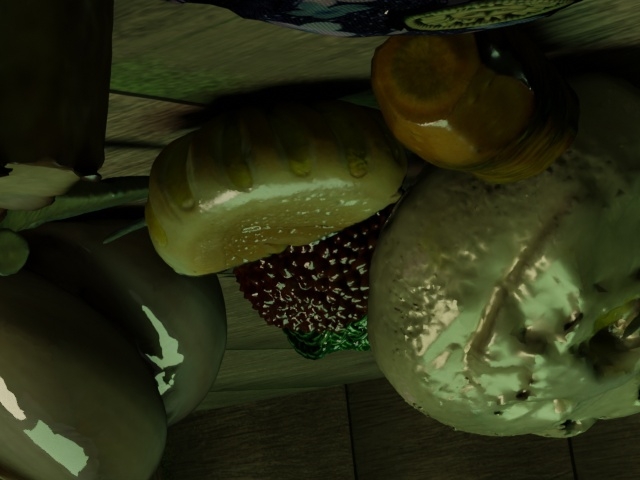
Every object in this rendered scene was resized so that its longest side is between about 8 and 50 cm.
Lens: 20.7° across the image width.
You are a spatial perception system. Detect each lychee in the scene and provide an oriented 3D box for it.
[{"bbox_3d":[-0.003,0.001,1.145,0.123,0.129,0.123,26,160,10],"label":"lychee"}]

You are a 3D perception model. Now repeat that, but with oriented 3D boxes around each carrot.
[{"bbox_3d":[0.080,-0.070,0.877,0.082,0.082,0.173,-11,167,21],"label":"carrot"}]

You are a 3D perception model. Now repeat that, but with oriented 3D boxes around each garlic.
[{"bbox_3d":[-0.201,0.056,1.282,0.246,0.231,0.340,19,157,37],"label":"garlic"}]

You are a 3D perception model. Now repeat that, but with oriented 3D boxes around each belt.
[{"bbox_3d":[0.011,0.023,1.300,0.079,0.121,0.151,-10,-176,-18],"label":"belt"}]

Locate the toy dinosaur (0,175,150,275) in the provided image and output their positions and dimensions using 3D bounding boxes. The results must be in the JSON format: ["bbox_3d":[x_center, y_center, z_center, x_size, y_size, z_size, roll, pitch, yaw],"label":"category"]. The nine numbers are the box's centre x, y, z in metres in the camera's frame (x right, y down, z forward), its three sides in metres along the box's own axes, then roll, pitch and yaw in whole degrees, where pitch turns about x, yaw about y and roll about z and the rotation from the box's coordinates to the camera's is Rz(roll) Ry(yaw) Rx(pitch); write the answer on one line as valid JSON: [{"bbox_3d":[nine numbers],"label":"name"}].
[{"bbox_3d":[-0.200,-0.027,0.962,0.363,0.076,0.147,1,-173,-37],"label":"toy dinosaur"}]

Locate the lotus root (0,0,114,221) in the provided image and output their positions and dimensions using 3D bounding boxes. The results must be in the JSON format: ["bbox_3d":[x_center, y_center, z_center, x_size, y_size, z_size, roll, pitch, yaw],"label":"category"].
[{"bbox_3d":[-0.268,-0.054,0.632,0.375,0.111,0.390,-8,175,14],"label":"lotus root"}]

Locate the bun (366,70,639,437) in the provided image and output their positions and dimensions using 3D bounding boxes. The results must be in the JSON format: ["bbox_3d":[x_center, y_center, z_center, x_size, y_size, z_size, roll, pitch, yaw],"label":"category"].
[{"bbox_3d":[0.143,0.024,1.029,0.239,0.141,0.239,-19,133,-21],"label":"bun"}]

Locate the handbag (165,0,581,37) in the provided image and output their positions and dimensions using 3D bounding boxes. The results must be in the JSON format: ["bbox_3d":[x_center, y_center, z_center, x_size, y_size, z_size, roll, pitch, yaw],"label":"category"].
[{"bbox_3d":[0.010,-0.113,0.400,0.207,0.127,0.228,-5,180,-17],"label":"handbag"}]

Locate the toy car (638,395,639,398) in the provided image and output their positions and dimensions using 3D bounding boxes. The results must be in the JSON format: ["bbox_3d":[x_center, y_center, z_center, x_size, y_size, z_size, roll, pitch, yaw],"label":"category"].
[{"bbox_3d":[0.146,0.033,1.261,0.255,0.188,0.190,-1,175,-42],"label":"toy car"}]

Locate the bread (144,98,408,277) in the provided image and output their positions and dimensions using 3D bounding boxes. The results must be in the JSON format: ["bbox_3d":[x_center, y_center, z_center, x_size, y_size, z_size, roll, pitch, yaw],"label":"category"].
[{"bbox_3d":[-0.040,-0.036,0.986,0.157,0.083,0.094,-25,162,31],"label":"bread"}]
